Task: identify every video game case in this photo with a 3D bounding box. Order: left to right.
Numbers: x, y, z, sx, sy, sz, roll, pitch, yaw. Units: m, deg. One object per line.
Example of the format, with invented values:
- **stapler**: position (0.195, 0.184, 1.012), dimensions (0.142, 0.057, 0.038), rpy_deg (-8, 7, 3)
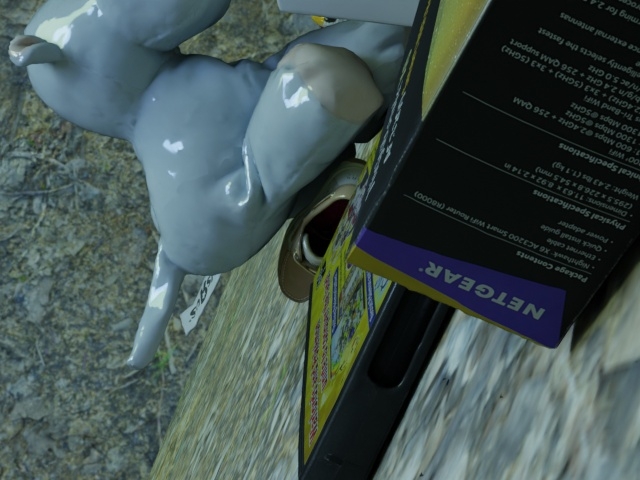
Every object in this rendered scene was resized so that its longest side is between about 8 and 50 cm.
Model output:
- **video game case**: position (0.054, -0.028, 0.853), dimensions (0.275, 0.035, 0.248), rpy_deg (-87, 21, -71)

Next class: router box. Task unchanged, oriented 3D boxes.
- **router box**: position (0.113, -0.155, 0.547), dimensions (0.309, 0.081, 0.243), rpy_deg (-73, 8, -47)

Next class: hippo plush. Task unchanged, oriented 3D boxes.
- **hippo plush**: position (-0.093, -0.111, 1.207), dimensions (0.294, 0.236, 0.234), rpy_deg (-48, -3, 19)

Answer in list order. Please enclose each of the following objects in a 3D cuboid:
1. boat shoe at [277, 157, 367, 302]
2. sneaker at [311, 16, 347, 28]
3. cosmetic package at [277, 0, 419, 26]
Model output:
- **boat shoe**: position (0.000, 0.000, 1.160), dimensions (0.135, 0.050, 0.045), rpy_deg (-63, 2, 40)
- **sneaker**: position (0.051, -0.224, 1.348), dimensions (0.225, 0.092, 0.088), rpy_deg (123, 169, -58)
- **cosmetic package**: position (0.046, -0.296, 1.049), dimensions (0.224, 0.138, 0.225), rpy_deg (75, -150, -52)
